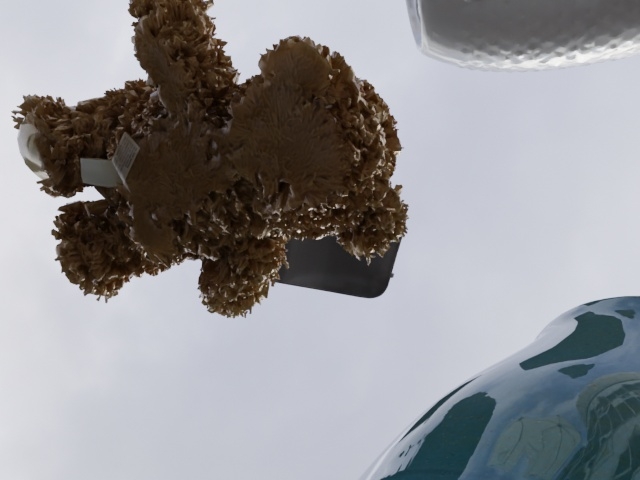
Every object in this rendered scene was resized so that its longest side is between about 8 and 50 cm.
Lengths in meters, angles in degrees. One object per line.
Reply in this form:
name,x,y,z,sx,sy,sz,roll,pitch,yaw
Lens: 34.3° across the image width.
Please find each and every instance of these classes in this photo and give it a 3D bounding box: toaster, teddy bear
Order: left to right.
teddy bear,-0.087,-0.055,0.753,0.338,0.113,0.245,-30,-93,36
toaster,0.000,0.000,1.276,0.185,0.168,0.110,10,-88,-8

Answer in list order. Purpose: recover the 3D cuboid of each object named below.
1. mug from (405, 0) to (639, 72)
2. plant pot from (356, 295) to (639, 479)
mug,0.279,-0.347,1.319,0.328,0.374,0.276,-10,-77,1
plant pot,0.146,0.169,0.545,0.271,0.255,0.272,21,-47,24
